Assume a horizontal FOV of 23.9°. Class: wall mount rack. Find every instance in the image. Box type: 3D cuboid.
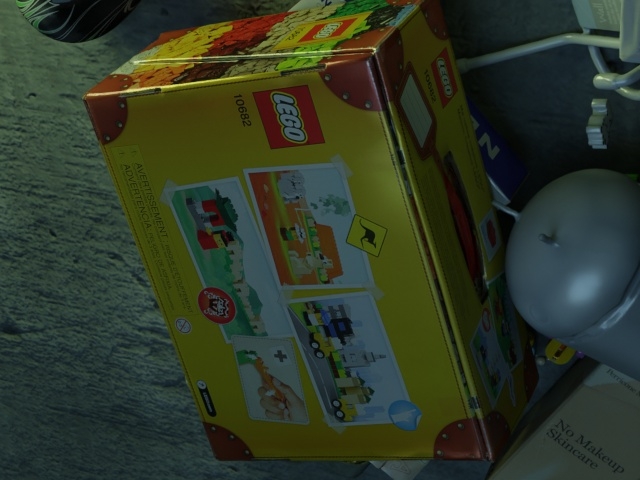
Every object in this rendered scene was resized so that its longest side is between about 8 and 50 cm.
[{"bbox_3d":[0.230,-0.290,1.651,0.304,0.130,0.350,18,135,57],"label":"wall mount rack"}]

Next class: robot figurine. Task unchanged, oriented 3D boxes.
[{"bbox_3d":[0.354,0.046,1.715,0.353,0.200,0.300,26,176,-25],"label":"robot figurine"}]

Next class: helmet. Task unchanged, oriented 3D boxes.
[{"bbox_3d":[-0.305,-0.324,1.878,0.161,0.169,0.169,-30,106,20],"label":"helmet"}]

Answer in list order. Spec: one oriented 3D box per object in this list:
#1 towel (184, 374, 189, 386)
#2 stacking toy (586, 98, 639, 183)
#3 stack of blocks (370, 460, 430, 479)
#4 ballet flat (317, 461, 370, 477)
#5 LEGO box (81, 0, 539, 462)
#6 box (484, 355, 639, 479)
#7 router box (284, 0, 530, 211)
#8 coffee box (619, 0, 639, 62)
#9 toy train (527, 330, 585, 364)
[{"bbox_3d":[-0.082,0.159,2.156,0.282,0.049,0.187,7,123,23],"label":"towel"},{"bbox_3d":[0.404,-0.085,1.689,0.166,0.052,0.221,3,153,27],"label":"stacking toy"},{"bbox_3d":[0.055,0.165,2.015,0.297,0.087,0.171,41,97,-3],"label":"stack of blocks"},{"bbox_3d":[-0.014,0.277,2.158,0.213,0.072,0.068,26,131,-25],"label":"ballet flat"},{"bbox_3d":[0.000,0.000,1.732,0.372,0.193,0.500,-4,116,28],"label":"LEGO box"},{"bbox_3d":[0.356,0.242,1.942,0.148,0.121,0.311,35,130,2],"label":"box"},{"bbox_3d":[0.032,-0.118,1.823,0.301,0.082,0.335,-34,99,37],"label":"router box"},{"bbox_3d":[0.474,-0.360,1.335,0.337,0.334,0.338,9,123,23],"label":"coffee box"},{"bbox_3d":[0.279,0.105,1.941,0.166,0.046,0.125,-27,106,34],"label":"toy train"}]
